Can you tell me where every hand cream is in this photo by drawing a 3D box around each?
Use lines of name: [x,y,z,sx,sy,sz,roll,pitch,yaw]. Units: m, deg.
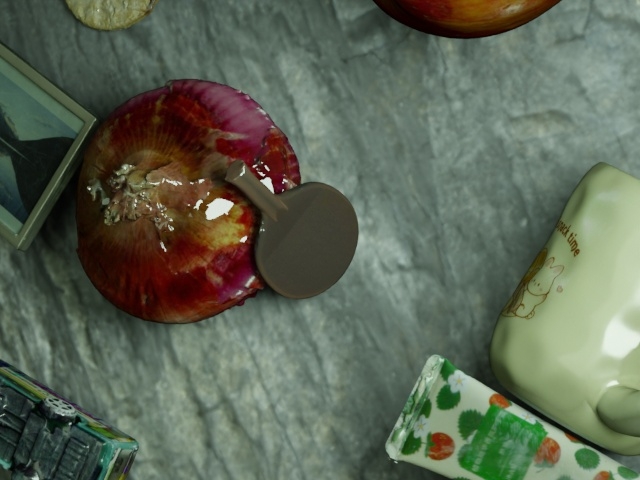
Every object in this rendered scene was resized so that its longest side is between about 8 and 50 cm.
hand cream: [0.188,0.190,1.538,0.276,0.059,0.095,25,88,20]

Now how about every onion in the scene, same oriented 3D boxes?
onion: [-0.133,-0.041,1.743,0.230,0.163,0.230,-4,74,16]

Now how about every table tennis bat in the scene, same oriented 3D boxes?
table tennis bat: [0.000,0.000,1.668,0.107,0.170,0.119,-53,39,-8]

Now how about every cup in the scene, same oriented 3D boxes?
cup: [0.271,0.074,1.550,0.255,0.173,0.202,34,96,50]

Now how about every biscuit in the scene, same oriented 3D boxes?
biscuit: [-0.202,-0.262,1.872,0.120,0.015,0.120,-3,83,21]

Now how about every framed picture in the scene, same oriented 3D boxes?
framed picture: [-0.309,-0.100,1.865,0.203,0.015,0.150,38,98,36]

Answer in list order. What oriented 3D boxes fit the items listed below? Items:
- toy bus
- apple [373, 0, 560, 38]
toy bus: [-0.292,0.165,1.805,0.261,0.109,0.091,29,96,23]
apple: [0.136,-0.331,1.621,0.317,0.288,0.288,-36,72,0]
